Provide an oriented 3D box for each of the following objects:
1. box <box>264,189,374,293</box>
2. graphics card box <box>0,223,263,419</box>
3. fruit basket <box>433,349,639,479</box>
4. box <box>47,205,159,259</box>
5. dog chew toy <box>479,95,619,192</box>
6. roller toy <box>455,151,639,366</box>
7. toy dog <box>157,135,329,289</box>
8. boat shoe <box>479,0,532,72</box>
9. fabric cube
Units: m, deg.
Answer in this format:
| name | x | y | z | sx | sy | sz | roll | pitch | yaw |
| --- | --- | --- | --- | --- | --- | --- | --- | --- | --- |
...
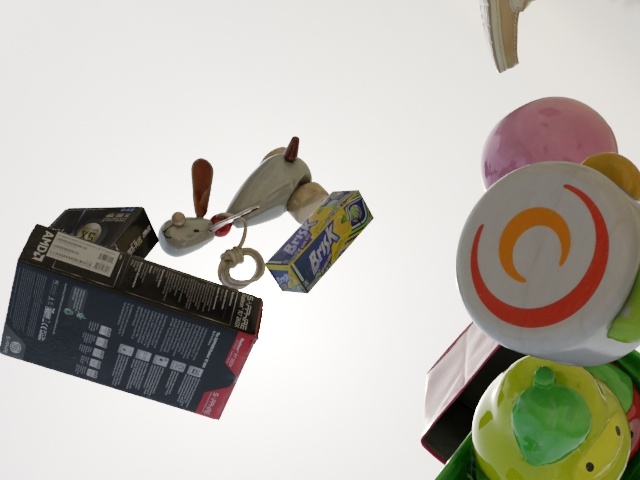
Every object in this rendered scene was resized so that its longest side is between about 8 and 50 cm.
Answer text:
| name | x | y | z | sx | sy | sz | roll | pitch | yaw |
| --- | --- | --- | --- | --- | --- | --- | --- | --- | --- |
| box | 0.000 | 0.000 | 1.309 | 0.169 | 0.059 | 0.054 | -49 | -59 | -31 |
| graphics card box | -0.297 | 0.135 | 1.448 | 0.371 | 0.232 | 0.094 | 18 | -138 | -9 |
| fruit basket | 0.290 | 0.263 | 1.112 | 0.283 | 0.392 | 0.392 | 41 | -151 | 2 |
| box | -0.399 | 0.013 | 1.609 | 0.147 | 0.180 | 0.077 | -59 | -40 | -45 |
| dog chew toy | 0.376 | -0.046 | 1.376 | 0.207 | 0.207 | 0.331 | -4 | -116 | -50 |
| roller toy | 0.246 | 0.025 | 0.933 | 0.146 | 0.191 | 0.209 | 20 | -128 | -48 |
| toy dog | -0.131 | -0.087 | 1.690 | 0.220 | 0.161 | 0.333 | 27 | -129 | 23 |
| boat shoe | 0.167 | -0.229 | 0.799 | 0.059 | 0.170 | 0.063 | -7 | -151 | 4 |
| fabric cube | 0.344 | 0.268 | 1.589 | 0.254 | 0.259 | 0.258 | 35 | -161 | -3 |
